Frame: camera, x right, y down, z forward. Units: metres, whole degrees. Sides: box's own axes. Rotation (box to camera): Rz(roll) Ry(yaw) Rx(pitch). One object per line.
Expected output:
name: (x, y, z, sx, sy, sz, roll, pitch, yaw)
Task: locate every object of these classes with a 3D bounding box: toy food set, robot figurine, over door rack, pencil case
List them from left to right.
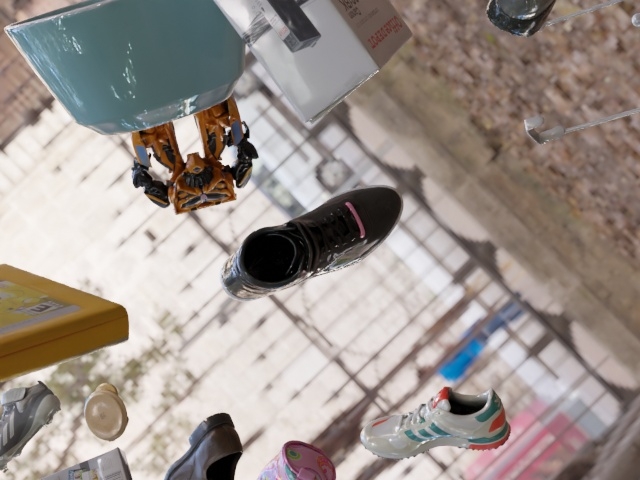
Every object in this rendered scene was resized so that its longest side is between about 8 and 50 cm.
toy food set: (-0.329, 0.267, 1.877, 0.083, 0.082, 0.020, 49, -157, 13)
robot figurine: (-0.209, -0.152, 1.943, 0.291, 0.211, 0.085, 79, 174, -46)
pencil case: (-0.087, 0.492, 2.218, 0.124, 0.284, 0.124, 29, -155, -15)
over door rack: (0.471, -0.277, 1.915, 0.108, 0.324, 0.240, 63, -160, -58)

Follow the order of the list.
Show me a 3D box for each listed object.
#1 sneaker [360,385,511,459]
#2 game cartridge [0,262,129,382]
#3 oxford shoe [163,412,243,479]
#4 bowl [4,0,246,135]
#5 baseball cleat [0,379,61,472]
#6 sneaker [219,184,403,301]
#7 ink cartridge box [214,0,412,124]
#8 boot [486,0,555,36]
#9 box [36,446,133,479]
sneaker: (0.118, 0.185, 1.300, 0.057, 0.161, 0.075, -79, -21, -52)
game cartridge: (-0.440, 0.106, 1.453, 0.285, 0.053, 0.323, 14, -160, 41)
oxford shoe: (-0.193, 0.390, 1.988, 0.082, 0.227, 0.096, -2, -136, -39)
bowl: (-0.216, -0.234, 1.526, 0.311, 0.311, 0.163, -134, 25, -73)
baseball cleat: (-0.588, 0.352, 2.316, 0.109, 0.206, 0.072, 45, 171, 11)
sneaker: (0.000, 0.001, 1.732, 0.105, 0.295, 0.147, 64, 169, 1)
ink cartridge box: (-0.030, -0.289, 1.383, 0.273, 0.114, 0.197, 54, -156, -8)
boot: (0.253, -0.330, 1.225, 0.083, 0.247, 0.161, 27, 152, 5)
box: (-0.331, 0.377, 1.624, 0.038, 0.186, 0.145, 69, 179, -64)
